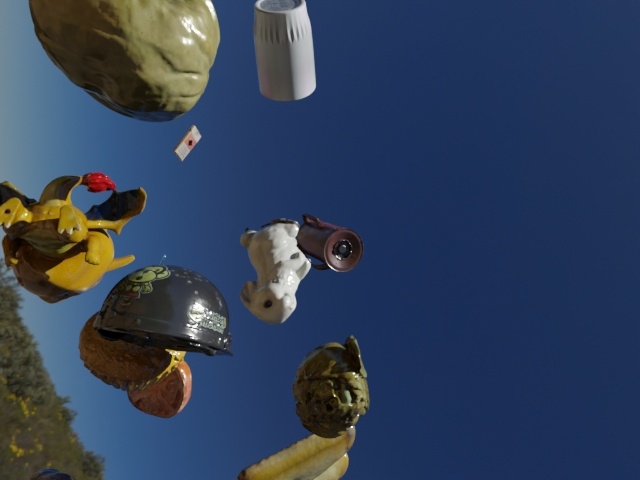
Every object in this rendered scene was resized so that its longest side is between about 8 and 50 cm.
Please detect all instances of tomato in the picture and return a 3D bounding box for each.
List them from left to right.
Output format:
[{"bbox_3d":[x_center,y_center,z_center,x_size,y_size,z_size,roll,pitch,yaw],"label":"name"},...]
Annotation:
[{"bbox_3d":[-0.545,0.491,1.412,0.236,0.095,0.237,0,-91,15],"label":"tomato"}]

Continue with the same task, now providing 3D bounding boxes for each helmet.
[{"bbox_3d":[-0.281,0.135,0.799,0.230,0.279,0.160,-5,-112,30],"label":"helmet"}]

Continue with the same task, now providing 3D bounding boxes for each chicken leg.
[{"bbox_3d":[0.050,0.337,0.921,0.152,0.429,0.201,7,-113,19],"label":"chicken leg"}]

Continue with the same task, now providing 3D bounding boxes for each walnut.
[{"bbox_3d":[-0.314,-0.349,0.698,0.253,0.277,0.282,-43,-156,43],"label":"walnut"}]

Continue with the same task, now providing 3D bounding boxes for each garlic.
[{"bbox_3d":[-0.592,0.572,0.906,0.147,0.102,0.159,39,-52,6],"label":"garlic"}]

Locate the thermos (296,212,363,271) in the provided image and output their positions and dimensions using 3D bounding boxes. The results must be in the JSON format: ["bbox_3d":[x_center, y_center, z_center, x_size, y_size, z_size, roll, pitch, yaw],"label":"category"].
[{"bbox_3d":[0.003,-0.002,0.959,0.232,0.099,0.124,26,-37,64],"label":"thermos"}]

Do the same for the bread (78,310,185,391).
[{"bbox_3d":[-0.433,0.246,0.950,0.240,0.240,0.139,43,-57,41],"label":"bread"}]

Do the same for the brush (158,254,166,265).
[{"bbox_3d":[-0.541,0.118,1.314,0.051,0.014,0.164,-9,-127,64],"label":"brush"}]

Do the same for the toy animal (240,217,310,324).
[{"bbox_3d":[-0.161,0.111,1.344,0.257,0.194,0.357,-4,-130,16],"label":"toy animal"}]

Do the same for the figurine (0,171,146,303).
[{"bbox_3d":[-0.675,-0.005,1.126,0.387,0.401,0.268,116,-40,-58],"label":"figurine"}]

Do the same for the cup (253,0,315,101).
[{"bbox_3d":[-0.153,-0.795,1.711,0.253,0.253,0.371,52,-22,36],"label":"cup"}]

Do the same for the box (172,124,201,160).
[{"bbox_3d":[-0.333,-0.243,1.022,0.012,0.046,0.083,28,-106,14],"label":"box"}]

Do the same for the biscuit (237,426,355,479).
[{"bbox_3d":[-0.050,0.546,0.955,0.062,0.290,0.237,47,-39,44],"label":"biscuit"}]
